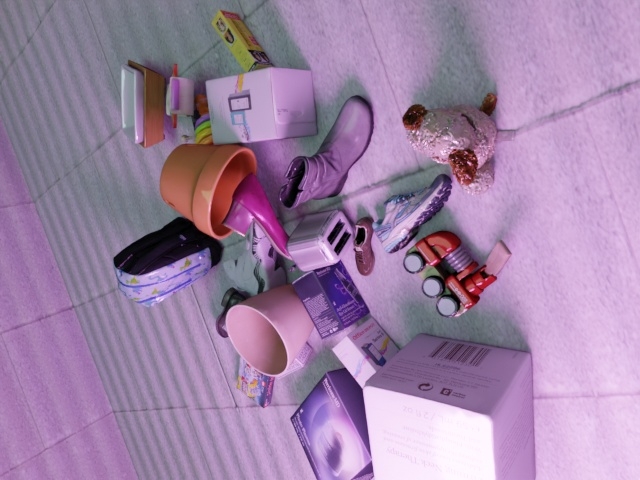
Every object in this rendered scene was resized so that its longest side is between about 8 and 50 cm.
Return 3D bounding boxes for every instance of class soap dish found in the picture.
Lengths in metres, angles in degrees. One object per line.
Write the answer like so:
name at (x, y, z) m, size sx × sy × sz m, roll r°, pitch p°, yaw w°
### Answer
soap dish at (-0.681, -0.525, 1.834) m, size 0.229 × 0.118 × 0.291 m, roll 36°, pitch 125°, yaw 46°

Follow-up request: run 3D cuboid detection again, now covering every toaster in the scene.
toaster at (0.000, 0.000, 1.433) m, size 0.146 × 0.227 × 0.129 m, roll -14°, pitch 118°, yaw 39°

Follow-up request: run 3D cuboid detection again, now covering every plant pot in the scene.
plant pot at (-0.121, 0.250, 1.550) m, size 0.256 × 0.274 × 0.256 m, roll 19°, pitch 125°, yaw 29°
plant pot at (-0.351, -0.172, 1.469) m, size 0.203 × 0.291 × 0.291 m, roll 19°, pitch 116°, yaw 12°

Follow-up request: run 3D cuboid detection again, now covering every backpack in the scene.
backpack at (-0.614, 0.088, 1.850) m, size 0.290 × 0.355 × 0.273 m, roll 30°, pitch 121°, yaw 27°

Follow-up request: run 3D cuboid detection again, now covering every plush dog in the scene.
plush dog at (0.312, -0.242, 1.109) m, size 0.262 × 0.225 × 0.211 m, roll 45°, pitch 126°, yaw 18°

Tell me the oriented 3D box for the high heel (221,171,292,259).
high heel at (-0.110, -0.051, 1.490) m, size 0.127 × 0.377 × 0.181 m, roll 25°, pitch 87°, yaw 57°

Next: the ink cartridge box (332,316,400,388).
ink cartridge box at (0.162, 0.363, 1.459) m, size 0.212 × 0.154 × 0.093 m, roll 49°, pitch 127°, yaw 16°

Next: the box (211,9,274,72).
box at (-0.247, -0.623, 1.520) m, size 0.058 × 0.087 × 0.232 m, roll -42°, pitch 76°, yaw 36°

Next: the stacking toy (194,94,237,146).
stacking toy at (-0.383, -0.379, 1.674) m, size 0.175 × 0.165 × 0.302 m, roll -32°, pitch 72°, yaw 38°

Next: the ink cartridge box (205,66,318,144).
ink cartridge box at (-0.177, -0.404, 1.459) m, size 0.270 × 0.198 × 0.197 m, roll 4°, pitch 105°, yaw 36°

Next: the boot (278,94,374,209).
boot at (0.016, -0.238, 1.342) m, size 0.118 × 0.222 × 0.338 m, roll 36°, pitch 123°, yaw 25°

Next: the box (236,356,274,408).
box at (-0.256, 0.532, 1.908) m, size 0.159 × 0.044 × 0.233 m, roll 25°, pitch 118°, yaw 30°

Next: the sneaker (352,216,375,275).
sneaker at (0.121, 0.023, 1.440) m, size 0.066 × 0.071 × 0.188 m, roll 10°, pitch 109°, yaw 35°

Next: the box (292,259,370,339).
box at (0.034, 0.182, 1.504) m, size 0.108 × 0.153 × 0.207 m, roll -34°, pitch 83°, yaw 39°

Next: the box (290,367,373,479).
box at (0.081, 0.608, 1.532) m, size 0.296 × 0.182 × 0.294 m, roll 57°, pitch 131°, yaw 34°

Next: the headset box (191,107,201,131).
headset box at (-0.443, -0.448, 1.759) m, size 0.062 × 0.032 × 0.083 m, roll -2°, pitch 104°, yaw 38°

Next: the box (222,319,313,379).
box at (-0.189, 0.351, 1.708) m, size 0.290 × 0.087 × 0.169 m, roll 46°, pitch 129°, yaw -11°

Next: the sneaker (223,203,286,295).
sneaker at (-0.243, 0.037, 1.684) m, size 0.210 × 0.137 × 0.366 m, roll 7°, pitch 112°, yaw 33°

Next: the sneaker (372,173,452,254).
sneaker at (0.234, -0.088, 1.296) m, size 0.122 × 0.110 × 0.283 m, roll 52°, pitch 128°, yaw 18°

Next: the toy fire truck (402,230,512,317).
toy fire truck at (0.363, 0.054, 1.226) m, size 0.246 × 0.158 × 0.217 m, roll -42°, pitch 76°, yaw 26°

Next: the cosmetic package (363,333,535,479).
cosmetic package at (0.348, 0.507, 1.248) m, size 0.329 × 0.327 × 0.394 m, roll 2°, pitch 106°, yaw 37°

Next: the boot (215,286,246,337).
boot at (-0.285, 0.324, 1.843) m, size 0.229 × 0.091 × 0.263 m, roll 29°, pitch 125°, yaw 21°

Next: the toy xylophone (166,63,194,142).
toy xylophone at (-0.494, -0.469, 1.677) m, size 0.322 × 0.081 × 0.236 m, roll -168°, pitch 78°, yaw -69°
